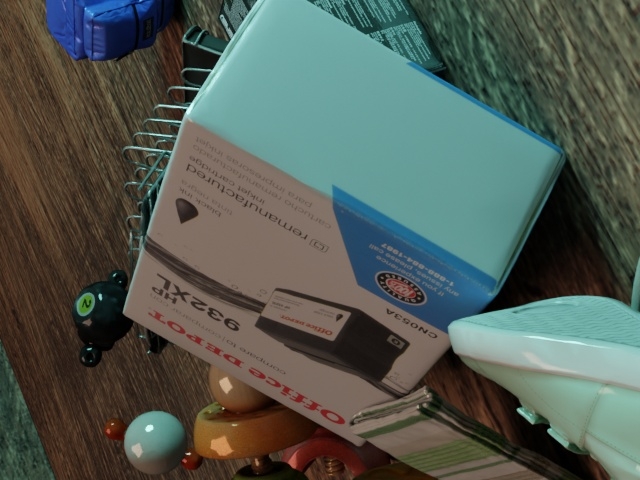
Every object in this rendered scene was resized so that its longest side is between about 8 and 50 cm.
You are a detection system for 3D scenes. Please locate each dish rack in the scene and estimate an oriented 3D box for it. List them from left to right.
[{"bbox_3d":[-0.124,-0.040,1.254,0.074,0.271,0.208,12,131,13],"label":"dish rack"}]

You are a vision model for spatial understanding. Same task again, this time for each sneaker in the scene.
[{"bbox_3d":[0.156,0.115,0.755,0.256,0.094,0.151,13,113,61],"label":"sneaker"}]

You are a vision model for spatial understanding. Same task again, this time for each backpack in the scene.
[{"bbox_3d":[-0.203,-0.236,1.407,0.101,0.120,0.098,48,147,24],"label":"backpack"}]

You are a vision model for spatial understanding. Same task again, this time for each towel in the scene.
[{"bbox_3d":[0.107,0.153,1.004,0.152,0.023,0.113,30,155,-17],"label":"towel"}]

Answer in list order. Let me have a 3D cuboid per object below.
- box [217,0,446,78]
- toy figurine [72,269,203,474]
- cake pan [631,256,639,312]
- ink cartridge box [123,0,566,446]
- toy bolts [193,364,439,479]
[{"bbox_3d":[0.003,-0.151,1.064,0.180,0.077,0.147,62,156,20],"label":"box"},{"bbox_3d":[-0.128,0.114,1.383,0.148,0.209,0.213,130,120,-76],"label":"toy figurine"},{"bbox_3d":[0.267,0.092,0.690,0.293,0.054,0.293,47,147,44],"label":"cake pan"},{"bbox_3d":[0.000,0.000,0.994,0.223,0.129,0.307,29,150,0],"label":"ink cartridge box"},{"bbox_3d":[0.015,0.143,1.190,0.228,0.218,0.158,-44,-53,-77],"label":"toy bolts"}]
